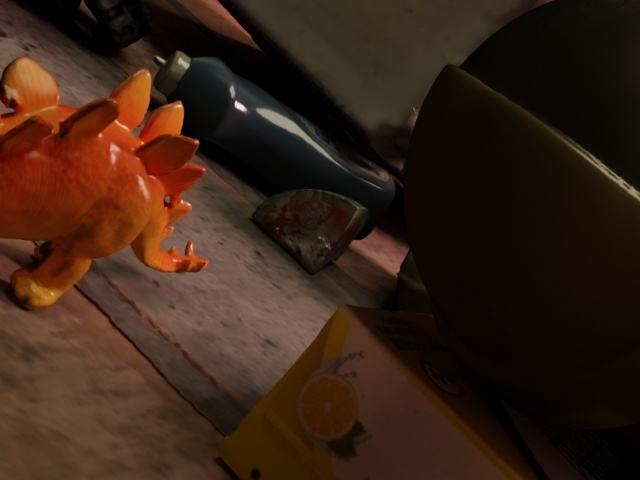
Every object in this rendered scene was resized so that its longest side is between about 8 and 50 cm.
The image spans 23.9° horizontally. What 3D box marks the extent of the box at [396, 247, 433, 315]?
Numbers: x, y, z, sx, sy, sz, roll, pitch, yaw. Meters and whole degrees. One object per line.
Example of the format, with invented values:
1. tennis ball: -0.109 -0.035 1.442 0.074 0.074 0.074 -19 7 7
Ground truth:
1. box: 0.168 0.027 1.100 0.210 0.129 0.148 22 13 7

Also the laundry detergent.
1. laundry detergent: -0.041 -0.081 1.154 0.206 0.061 0.096 33 17 -16

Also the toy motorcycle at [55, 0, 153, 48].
1. toy motorcycle: -0.242 -0.329 1.111 0.410 0.169 0.237 56 -15 -7

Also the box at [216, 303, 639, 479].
1. box: 0.092 0.123 0.764 0.168 0.097 0.265 44 16 26

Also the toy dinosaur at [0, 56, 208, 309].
1. toy dinosaur: -0.113 -0.028 0.708 0.070 0.117 0.288 45 19 29

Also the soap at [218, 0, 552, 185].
1. soap: 0.068 -0.198 1.363 0.435 0.213 0.350 46 4 35

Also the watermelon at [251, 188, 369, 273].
1. watermelon: 0.000 0.000 1.057 0.085 0.085 0.061 29 57 -29

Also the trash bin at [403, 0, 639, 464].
1. trash bin: 0.185 0.015 0.703 0.334 0.214 0.214 35 14 -26
